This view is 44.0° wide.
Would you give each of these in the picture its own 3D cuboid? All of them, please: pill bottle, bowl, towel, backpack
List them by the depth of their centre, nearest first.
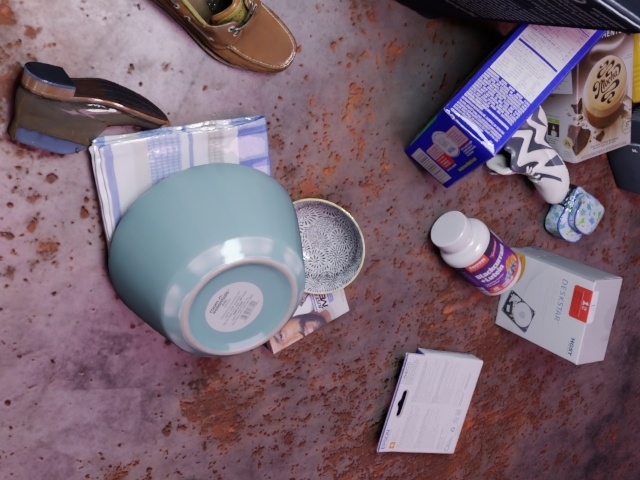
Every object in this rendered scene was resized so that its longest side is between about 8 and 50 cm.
[{"bbox_3d":[-0.145,0.055,1.197,0.312,0.163,0.311,-16,129,-20],"label":"bowl"},{"bbox_3d":[-0.205,-0.078,1.230,0.285,0.034,0.209,-13,114,-25],"label":"towel"},{"bbox_3d":[0.000,0.000,1.361,0.080,0.170,0.170,-51,144,-67],"label":"bowl"},{"bbox_3d":[0.306,0.023,1.573,0.193,0.108,0.108,36,84,-36],"label":"pill bottle"},{"bbox_3d":[0.552,-0.055,1.727,0.105,0.084,0.114,30,91,-35],"label":"backpack"}]

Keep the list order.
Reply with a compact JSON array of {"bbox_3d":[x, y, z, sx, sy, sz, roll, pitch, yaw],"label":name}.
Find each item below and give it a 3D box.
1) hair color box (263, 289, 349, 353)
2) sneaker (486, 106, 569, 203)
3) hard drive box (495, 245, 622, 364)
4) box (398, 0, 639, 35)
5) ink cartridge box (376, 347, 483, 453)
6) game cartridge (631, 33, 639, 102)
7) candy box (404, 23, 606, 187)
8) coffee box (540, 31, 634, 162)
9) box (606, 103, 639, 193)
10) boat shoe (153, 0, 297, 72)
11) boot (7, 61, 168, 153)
[{"bbox_3d":[-0.037,0.118,1.411,0.167,0.053,0.093,-28,120,-22],"label":"hair color box"},{"bbox_3d":[0.402,-0.147,1.590,0.153,0.094,0.234,-36,122,-18],"label":"sneaker"},{"bbox_3d":[0.492,0.129,1.657,0.089,0.232,0.181,-2,106,-34],"label":"hard drive box"},{"bbox_3d":[0.300,-0.582,1.138,0.298,0.472,0.479,16,97,-35],"label":"box"},{"bbox_3d":[0.220,0.337,1.661,0.224,0.045,0.223,12,98,-35],"label":"ink cartridge box"},{"bbox_3d":[0.738,-0.458,1.675,0.286,0.053,0.323,-9,92,-31],"label":"game cartridge"},{"bbox_3d":[0.316,-0.262,1.377,0.122,0.268,0.317,44,79,0],"label":"candy box"},{"bbox_3d":[0.530,-0.326,1.598,0.168,0.119,0.297,-20,116,-26],"label":"coffee box"},{"bbox_3d":[0.759,-0.225,1.792,0.207,0.108,0.153,-40,123,-16],"label":"box"},{"bbox_3d":[-0.145,-0.331,1.154,0.307,0.104,0.110,25,91,-37],"label":"boat shoe"},{"bbox_3d":[-0.330,-0.172,1.120,0.219,0.082,0.106,13,119,-40],"label":"boot"}]
